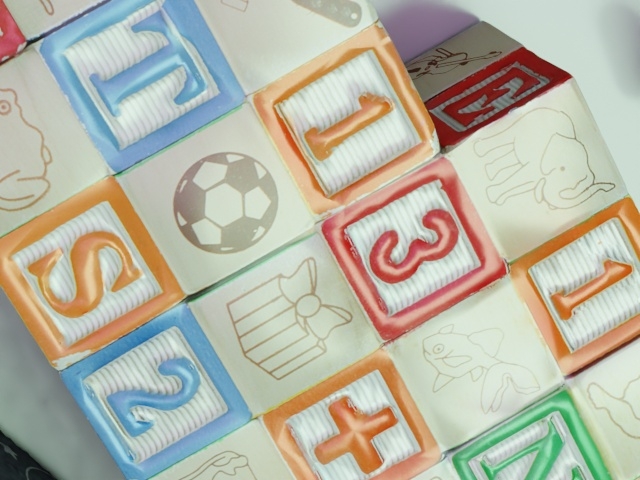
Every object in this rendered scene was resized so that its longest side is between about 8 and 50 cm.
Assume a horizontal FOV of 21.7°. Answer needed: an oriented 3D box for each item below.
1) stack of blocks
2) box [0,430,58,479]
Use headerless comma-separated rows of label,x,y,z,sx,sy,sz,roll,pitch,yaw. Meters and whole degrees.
stack of blocks,0.000,0.000,0.515,0.171,0.087,0.297,-30,111,-2
box,-0.121,0.149,0.450,0.142,0.247,0.163,-44,111,2
